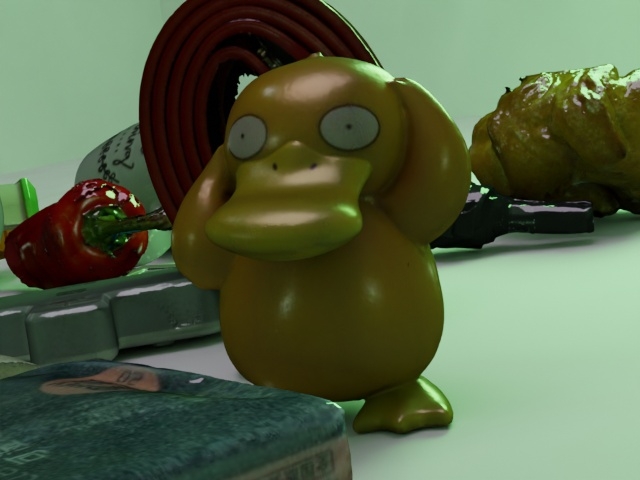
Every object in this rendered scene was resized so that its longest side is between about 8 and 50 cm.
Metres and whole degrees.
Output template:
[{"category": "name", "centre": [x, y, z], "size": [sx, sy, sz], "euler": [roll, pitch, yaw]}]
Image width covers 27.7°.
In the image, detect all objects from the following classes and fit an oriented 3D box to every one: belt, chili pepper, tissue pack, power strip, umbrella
[{"category": "belt", "centre": [-0.031, -0.072, 1.152], "size": [0.227, 0.323, 0.115], "euler": [-22, 6, 9]}, {"category": "chili pepper", "centre": [-0.266, 0.001, 1.402], "size": [0.110, 0.110, 0.387], "euler": [-13, -1, -30]}, {"category": "tissue pack", "centre": [-0.169, 0.138, 0.568], "size": [0.316, 0.103, 0.228], "euler": [-14, 10, -40]}, {"category": "power strip", "centre": [-0.214, 0.075, 1.132], "size": [0.265, 0.059, 0.193], "euler": [-9, 5, -7]}, {"category": "umbrella", "centre": [0.123, -0.024, 1.405], "size": [0.340, 0.118, 0.118], "euler": [1, 11, 13]}]

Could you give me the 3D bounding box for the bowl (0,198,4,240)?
[{"category": "bowl", "centre": [-0.416, 0.020, 1.212], "size": [0.287, 0.143, 0.287], "euler": [-31, -2, -1]}]

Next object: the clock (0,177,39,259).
[{"category": "clock", "centre": [-0.489, -0.005, 1.586], "size": [0.255, 0.106, 0.220], "euler": [-8, -8, -30]}]

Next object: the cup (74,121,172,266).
[{"category": "cup", "centre": [-0.215, -0.054, 1.681], "size": [0.234, 0.186, 0.258], "euler": [-11, 33, 36]}]

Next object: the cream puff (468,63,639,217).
[{"category": "cream puff", "centre": [0.297, -0.109, 1.464], "size": [0.269, 0.154, 0.241], "euler": [-11, -26, 19]}]

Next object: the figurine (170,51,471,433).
[{"category": "figurine", "centre": [0.002, 0.005, 0.857], "size": [0.215, 0.228, 0.215], "euler": [-10, 32, 6]}]

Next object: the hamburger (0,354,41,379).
[{"category": "hamburger", "centre": [-0.274, 0.113, 0.985], "size": [0.121, 0.054, 0.084], "euler": [-10, 5, -31]}]

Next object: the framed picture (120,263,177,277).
[{"category": "framed picture", "centre": [-0.131, 0.050, 1.361], "size": [0.265, 0.018, 0.192], "euler": [-3, 11, 27]}]
